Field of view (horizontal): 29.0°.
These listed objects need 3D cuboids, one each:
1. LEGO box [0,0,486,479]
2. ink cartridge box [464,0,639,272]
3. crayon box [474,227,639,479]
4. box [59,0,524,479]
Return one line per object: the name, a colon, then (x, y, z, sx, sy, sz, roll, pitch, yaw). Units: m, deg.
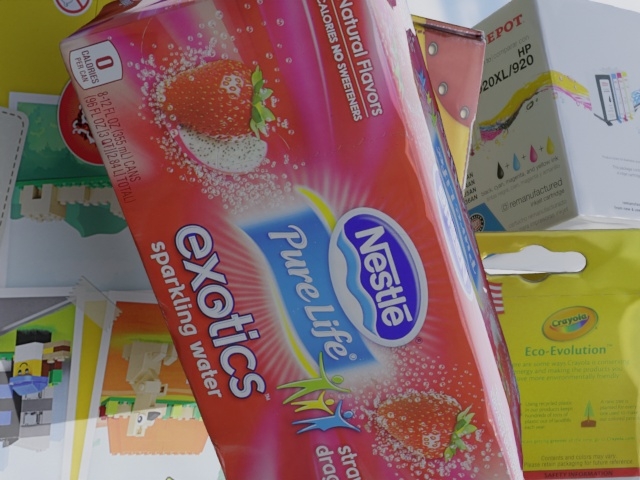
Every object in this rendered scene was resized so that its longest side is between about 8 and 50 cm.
LEGO box: (-0.161, 0.025, 0.698, 0.193, 0.500, 0.372, 13, -83, 49)
ink cartridge box: (0.233, -0.103, 1.238, 0.171, 0.168, 0.232, -28, -115, 50)
crayon box: (0.169, 0.139, 1.040, 0.081, 0.202, 0.318, -110, -160, -77)
box: (0.000, 0.000, 0.558, 0.122, 0.128, 0.256, -72, 146, -68)
